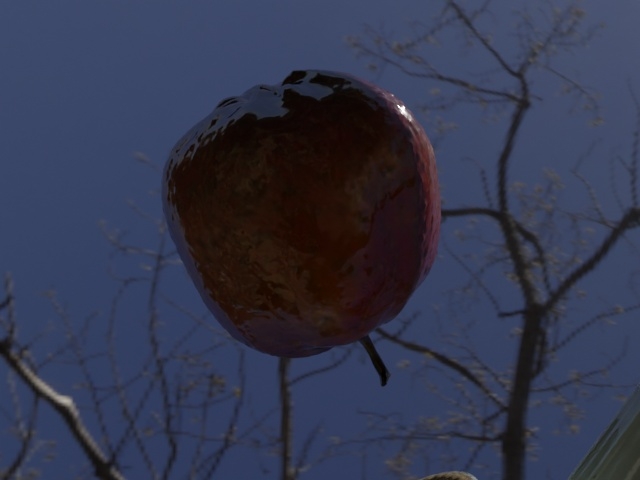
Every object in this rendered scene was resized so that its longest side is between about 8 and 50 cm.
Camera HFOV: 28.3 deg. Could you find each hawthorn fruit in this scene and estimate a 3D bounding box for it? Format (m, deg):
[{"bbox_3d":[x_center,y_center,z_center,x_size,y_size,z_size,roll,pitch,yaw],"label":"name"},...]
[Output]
[{"bbox_3d":[0.000,0.000,0.713,0.157,0.157,0.194,-4,-61,36],"label":"hawthorn fruit"}]

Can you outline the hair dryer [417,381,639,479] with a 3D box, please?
[{"bbox_3d":[0.145,0.108,0.530,0.173,0.357,0.107,51,-31,-7],"label":"hair dryer"}]
